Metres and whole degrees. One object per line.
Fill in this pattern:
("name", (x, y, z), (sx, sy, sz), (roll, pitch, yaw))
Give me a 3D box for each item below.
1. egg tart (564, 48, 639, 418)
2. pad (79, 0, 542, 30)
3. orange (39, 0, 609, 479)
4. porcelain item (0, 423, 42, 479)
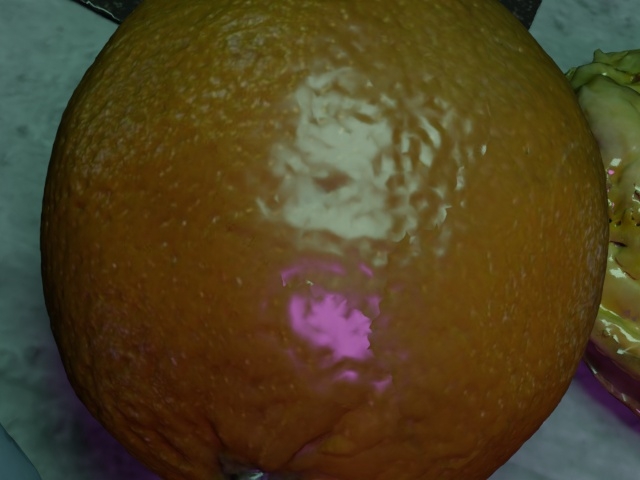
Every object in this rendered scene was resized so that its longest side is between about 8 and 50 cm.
("egg tart", (0.236, -0.026, 0.851), (0.297, 0.132, 0.297), (8, 48, -10))
("pad", (-0.031, -0.176, 0.932), (0.330, 0.004, 0.220), (28, 52, 1))
("orange", (0.000, 0.000, 0.675), (0.264, 0.264, 0.264), (10, 53, -13))
("porcelain item", (-0.193, 0.119, 0.427), (0.242, 0.178, 0.405), (-46, 118, -15))
